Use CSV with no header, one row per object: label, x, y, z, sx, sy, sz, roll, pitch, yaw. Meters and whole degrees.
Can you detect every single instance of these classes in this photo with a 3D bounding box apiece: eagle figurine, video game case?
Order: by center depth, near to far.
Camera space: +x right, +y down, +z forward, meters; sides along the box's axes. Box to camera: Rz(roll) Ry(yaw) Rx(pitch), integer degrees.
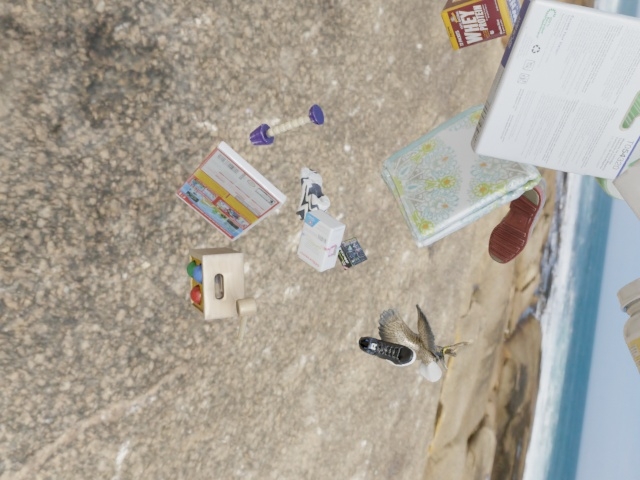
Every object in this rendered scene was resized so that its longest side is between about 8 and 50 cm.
video game case,-0.234,-0.113,1.370,0.204,0.285,0.025,41,52,-15
eagle figurine,0.389,0.383,2.107,0.298,0.225,0.226,33,101,-33

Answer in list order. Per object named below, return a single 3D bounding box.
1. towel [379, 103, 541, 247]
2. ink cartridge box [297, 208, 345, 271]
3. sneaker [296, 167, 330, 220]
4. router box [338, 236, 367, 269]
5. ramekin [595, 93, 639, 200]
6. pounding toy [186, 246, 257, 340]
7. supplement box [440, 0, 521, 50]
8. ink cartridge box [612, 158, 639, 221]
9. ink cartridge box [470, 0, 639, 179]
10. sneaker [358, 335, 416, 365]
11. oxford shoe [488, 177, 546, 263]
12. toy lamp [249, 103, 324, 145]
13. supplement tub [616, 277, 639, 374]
towel,0.375,-0.186,1.526,0.090,0.374,0.320,40,25,-49
ink cartridge box,0.000,0.000,1.297,0.052,0.088,0.122,-16,131,-44
sneaker,-0.050,-0.154,2.022,0.094,0.235,0.153,4,135,-36
router box,0.103,0.044,1.854,0.122,0.038,0.092,-17,79,-59
ramekin,0.816,-0.236,1.347,0.303,0.303,0.148,59,19,-49
pounding toy,-0.201,0.114,1.065,0.094,0.206,0.181,-3,96,-25
supplement box,0.507,-0.724,1.697,0.129,0.191,0.194,58,43,-33
ink cartridge box,0.545,0.002,0.647,0.226,0.306,0.131,-10,152,-27
ink cartridge box,0.525,-0.304,1.122,0.071,0.330,0.324,-87,-172,-55
sneaker,0.231,0.405,1.982,0.121,0.217,0.079,27,73,-46
oxford shoe,0.693,-0.063,1.869,0.130,0.123,0.348,-35,152,-40
toy lamp,-0.123,-0.386,1.842,0.080,0.275,0.080,32,50,-49
supplement tub,0.675,0.214,0.914,0.241,0.241,0.331,37,37,-58
